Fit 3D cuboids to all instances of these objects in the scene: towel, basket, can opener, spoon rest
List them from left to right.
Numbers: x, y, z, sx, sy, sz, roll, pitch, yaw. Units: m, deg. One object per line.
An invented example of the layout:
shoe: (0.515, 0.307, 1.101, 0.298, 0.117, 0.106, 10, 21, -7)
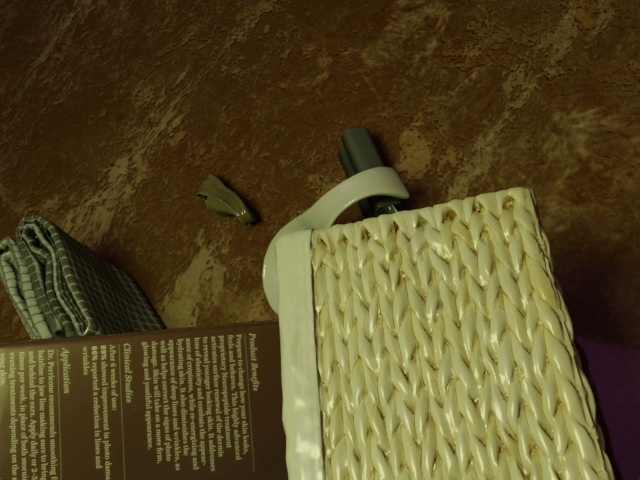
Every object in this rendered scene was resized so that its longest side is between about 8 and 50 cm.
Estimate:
towel: (-0.346, 0.110, 1.021, 0.121, 0.235, 0.283, -40, 55, -3)
spoon rest: (0.000, 0.000, 0.949, 0.276, 0.084, 0.137, -47, 51, 28)
can opener: (0.112, -0.052, 0.985, 0.095, 0.076, 0.283, -10, 56, -15)
basket: (0.134, 0.164, 0.705, 0.267, 0.328, 0.331, -15, 60, 15)

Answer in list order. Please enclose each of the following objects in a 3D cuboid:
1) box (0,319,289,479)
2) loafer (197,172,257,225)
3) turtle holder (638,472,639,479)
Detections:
box: (-0.181, 0.199, 0.812, 0.382, 0.143, 0.191, -2, 83, -12)
loafer: (-0.156, -0.060, 1.119, 0.050, 0.056, 0.148, -49, 45, -1)
turtle holder: (0.394, 0.292, 0.584, 0.228, 0.243, 0.320, 11, 106, 31)
